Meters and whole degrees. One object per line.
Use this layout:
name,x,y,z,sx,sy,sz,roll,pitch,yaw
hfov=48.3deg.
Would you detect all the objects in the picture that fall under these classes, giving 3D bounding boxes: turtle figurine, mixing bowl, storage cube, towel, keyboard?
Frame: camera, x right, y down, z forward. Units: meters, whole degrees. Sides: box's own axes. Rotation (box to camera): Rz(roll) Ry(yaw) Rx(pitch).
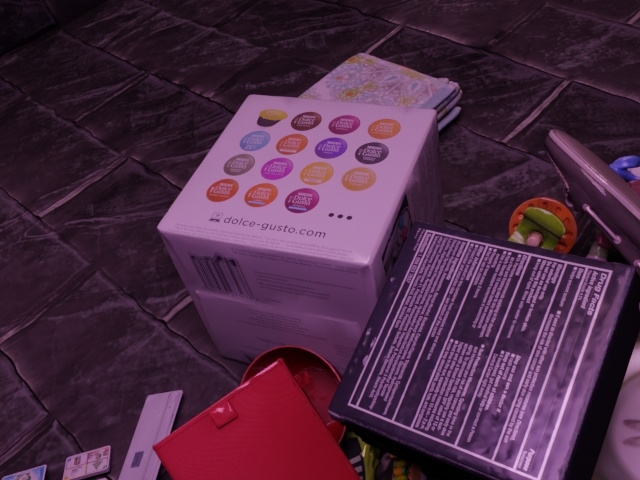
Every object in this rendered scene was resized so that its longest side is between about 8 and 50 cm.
turtle figurine,0.522,0.013,1.188,0.197,0.275,0.266,-21,63,-46
mixing bowl,-0.025,0.247,1.096,0.181,0.098,0.182,-1,88,24
storage cube,-0.072,0.285,0.925,0.215,0.184,0.193,-33,82,-8
towel,0.087,-0.265,1.580,0.374,0.090,0.320,-41,48,-22
keyboard,-0.281,0.347,1.133,0.072,0.014,0.256,-18,37,23

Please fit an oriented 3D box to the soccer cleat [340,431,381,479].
soccer cleat,0.043,0.356,1.033,0.072,0.060,0.179,-7,39,22

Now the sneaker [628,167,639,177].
sneaker,0.676,-0.098,1.272,0.232,0.090,0.115,-10,52,18

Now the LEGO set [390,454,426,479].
LEGO set,0.164,0.234,1.073,0.132,0.107,0.287,27,59,34

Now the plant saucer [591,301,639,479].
plant saucer,0.490,0.253,0.948,0.400,0.101,0.400,-15,37,12

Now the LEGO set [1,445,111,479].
LEGO set,-0.443,0.435,1.111,0.244,0.060,0.182,-16,34,-2

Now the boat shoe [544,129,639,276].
boat shoe,0.433,-0.025,1.046,0.112,0.095,0.335,-9,53,-52

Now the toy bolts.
toy bolts,0.356,0.068,1.110,0.218,0.228,0.158,38,27,15

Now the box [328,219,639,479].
box,0.220,0.164,0.921,0.294,0.183,0.296,14,68,35

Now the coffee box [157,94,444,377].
coffee box,0.000,0.000,1.177,0.337,0.338,0.334,10,50,22
